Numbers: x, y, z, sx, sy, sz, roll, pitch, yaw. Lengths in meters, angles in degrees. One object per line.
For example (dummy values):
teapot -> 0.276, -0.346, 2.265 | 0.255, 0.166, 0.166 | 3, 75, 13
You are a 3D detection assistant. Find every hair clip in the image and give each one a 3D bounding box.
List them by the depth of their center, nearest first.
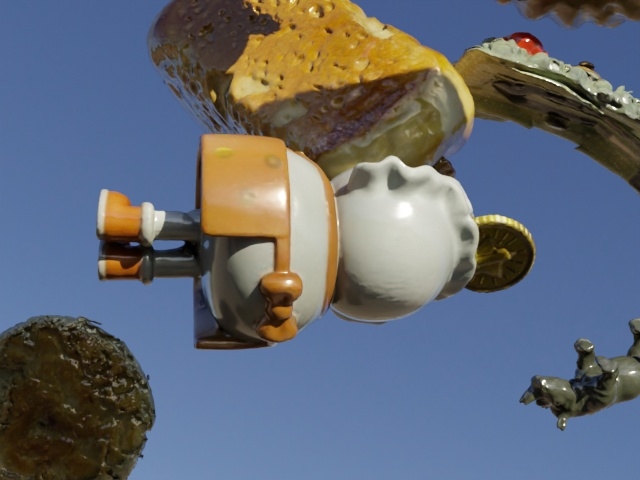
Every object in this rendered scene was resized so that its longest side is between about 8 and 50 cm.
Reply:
hair clip -> 0.296, -0.138, 1.191 | 0.321, 0.091, 0.138 | 28, -25, -7

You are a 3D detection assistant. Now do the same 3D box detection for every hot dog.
hot dog -> -0.004, -0.138, 1.183 | 0.405, 0.185, 0.223 | 39, -14, 39

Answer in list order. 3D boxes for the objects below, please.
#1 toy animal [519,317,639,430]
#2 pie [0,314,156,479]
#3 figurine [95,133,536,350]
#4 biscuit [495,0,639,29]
toy animal -> 0.223, 0.114, 0.892 | 0.135, 0.047, 0.065 | -17, -55, -16
pie -> -0.358, 0.233, 1.488 | 0.274, 0.274, 0.055 | 11, 1, 5
figurine -> -0.002, 0.006, 0.684 | 0.271, 0.143, 0.143 | 12, -30, 5
biscuit -> 0.289, -0.324, 1.147 | 0.325, 0.107, 0.326 | 8, -24, 4
